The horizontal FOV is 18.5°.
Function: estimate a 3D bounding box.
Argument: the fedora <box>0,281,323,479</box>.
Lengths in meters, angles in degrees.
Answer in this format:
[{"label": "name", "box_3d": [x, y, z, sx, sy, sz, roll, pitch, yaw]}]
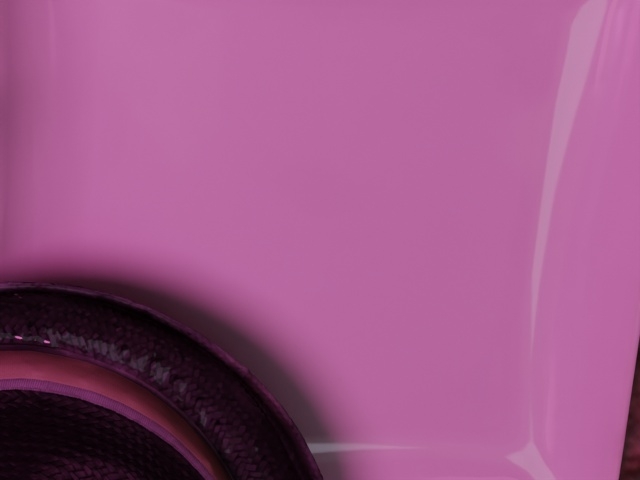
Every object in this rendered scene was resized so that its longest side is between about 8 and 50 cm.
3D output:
[{"label": "fedora", "box_3d": [-0.126, 0.193, 0.894, 0.334, 0.152, 0.334, -4, 111, -10]}]

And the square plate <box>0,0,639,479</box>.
[{"label": "square plate", "box_3d": [0.000, 0.000, 0.969, 0.347, 0.049, 0.344, 0, 110, -16]}]
